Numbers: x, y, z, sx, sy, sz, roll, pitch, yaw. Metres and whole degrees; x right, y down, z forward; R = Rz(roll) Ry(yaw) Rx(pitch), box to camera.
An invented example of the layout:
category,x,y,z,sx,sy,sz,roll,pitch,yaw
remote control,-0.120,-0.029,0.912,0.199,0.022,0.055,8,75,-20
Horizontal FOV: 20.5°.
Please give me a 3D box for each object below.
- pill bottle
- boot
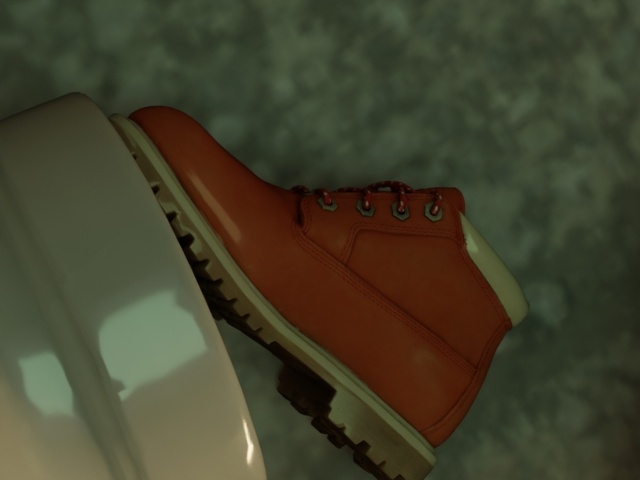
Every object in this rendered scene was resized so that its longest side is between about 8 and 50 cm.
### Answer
category,x,y,z,sx,sy,sz,roll,pitch,yaw
pill bottle,-0.156,0.070,0.455,0.265,0.153,0.153,-25,106,-13
boot,0.000,0.000,0.549,0.084,0.059,0.158,-49,118,-8
